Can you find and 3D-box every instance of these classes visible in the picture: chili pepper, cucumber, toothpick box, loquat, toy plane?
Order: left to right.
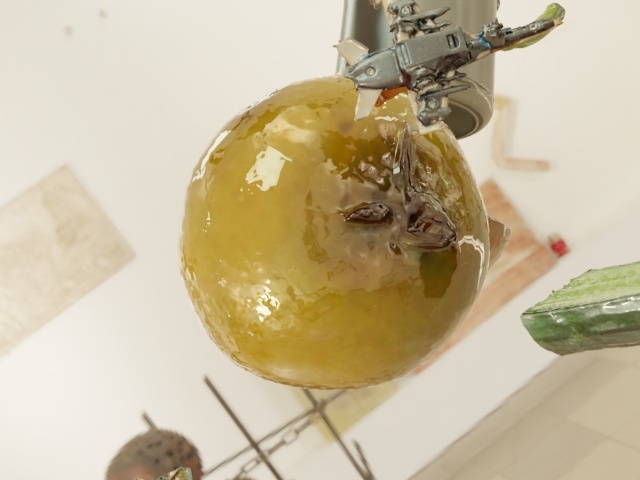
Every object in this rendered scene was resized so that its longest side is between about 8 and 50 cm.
[{"bbox_3d":[0.000,0.000,1.067,0.328,0.328,0.359,-40,14,-29],"label":"loquat"},{"bbox_3d":[0.135,-0.298,1.314,0.229,0.229,0.317,-19,62,59],"label":"toothpick box"},{"bbox_3d":[0.108,-0.160,0.846,0.188,0.135,0.062,-16,-12,16],"label":"toy plane"},{"bbox_3d":[0.357,-0.364,1.765,0.201,0.052,0.050,-27,-39,-34],"label":"chili pepper"},{"bbox_3d":[0.306,0.051,0.863,0.243,0.063,0.115,-17,9,45],"label":"cucumber"}]

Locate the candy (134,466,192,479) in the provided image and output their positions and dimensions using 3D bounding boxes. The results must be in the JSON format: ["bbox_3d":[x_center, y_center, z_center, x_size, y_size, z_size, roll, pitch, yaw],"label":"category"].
[{"bbox_3d":[-0.252,0.350,1.342,0.182,0.046,0.053,-28,44,-12],"label":"candy"}]

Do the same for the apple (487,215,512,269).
[{"bbox_3d":[0.119,-0.004,1.396,0.254,0.346,0.179,-28,53,40],"label":"apple"}]
